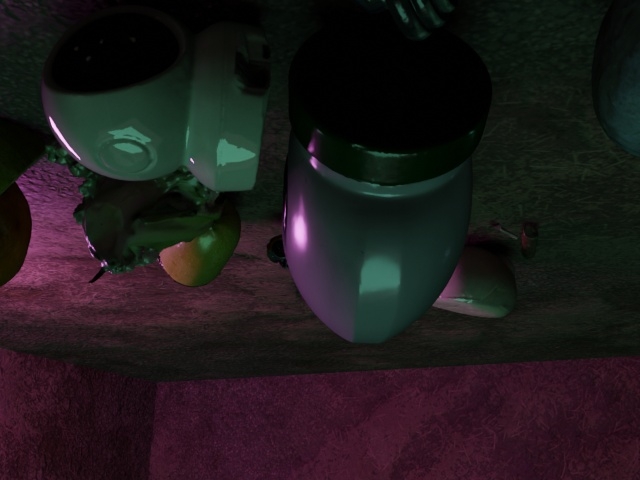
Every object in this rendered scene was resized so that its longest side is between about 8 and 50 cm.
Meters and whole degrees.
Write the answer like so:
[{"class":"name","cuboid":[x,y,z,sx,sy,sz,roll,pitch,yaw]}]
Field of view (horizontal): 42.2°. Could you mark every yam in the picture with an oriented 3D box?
[{"class":"yam","cuboid":[0.398,0.003,1.577,0.032,0.032,0.145,-2,162,11]}]

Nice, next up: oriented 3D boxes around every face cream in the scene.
[{"class":"face cream","cuboid":[0.065,-0.059,0.972,0.220,0.312,0.357,3,142,-1]}]

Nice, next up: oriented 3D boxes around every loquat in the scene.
[{"class":"loquat","cuboid":[-0.561,-0.022,1.293,0.193,0.238,0.238,4,162,7]}]

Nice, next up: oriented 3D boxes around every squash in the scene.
[{"class":"squash","cuboid":[-0.203,-0.010,1.442,0.133,0.132,0.247,7,160,-17]},{"class":"squash","cuboid":[-0.524,-0.170,1.159,0.252,0.169,0.093,45,143,-14]}]

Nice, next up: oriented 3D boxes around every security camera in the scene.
[{"class":"security camera","cuboid":[-0.180,-0.152,0.902,0.236,0.194,0.194,5,162,-8]}]

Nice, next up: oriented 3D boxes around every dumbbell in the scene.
[{"class":"dumbbell","cuboid":[0.153,-0.253,0.713,0.255,0.110,0.110,-13,157,25]}]

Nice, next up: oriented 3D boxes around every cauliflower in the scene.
[{"class":"cauliflower","cuboid":[-0.247,-0.053,1.105,0.257,0.238,0.315,-5,-155,14]}]

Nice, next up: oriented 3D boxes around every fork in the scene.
[{"class":"fork","cuboid":[0.344,-0.017,1.557,0.016,0.012,0.115,-7,165,38]}]

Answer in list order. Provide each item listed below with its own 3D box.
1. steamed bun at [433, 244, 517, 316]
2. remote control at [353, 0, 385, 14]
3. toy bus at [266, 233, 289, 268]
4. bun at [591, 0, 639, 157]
[{"class":"steamed bun","cuboid":[0.299,0.079,1.659,0.228,0.130,0.177,17,167,-42]},{"class":"remote control","cuboid":[0.020,-0.264,0.804,0.044,0.027,0.152,-22,153,35]},{"class":"toy bus","cuboid":[0.000,0.000,1.519,0.195,0.088,0.083,-2,161,5]},{"class":"bun","cuboid":[0.421,-0.176,0.735,0.362,0.211,0.362,2,160,1]}]
